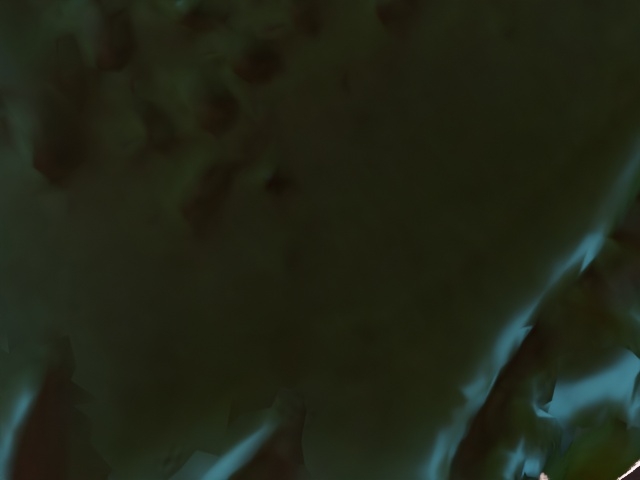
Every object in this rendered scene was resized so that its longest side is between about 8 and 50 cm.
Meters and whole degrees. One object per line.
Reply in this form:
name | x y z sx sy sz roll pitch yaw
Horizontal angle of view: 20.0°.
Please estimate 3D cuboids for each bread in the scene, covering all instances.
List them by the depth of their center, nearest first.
bread | -0.001 0.006 0.641 0.424 0.245 0.329 -40 143 -25
